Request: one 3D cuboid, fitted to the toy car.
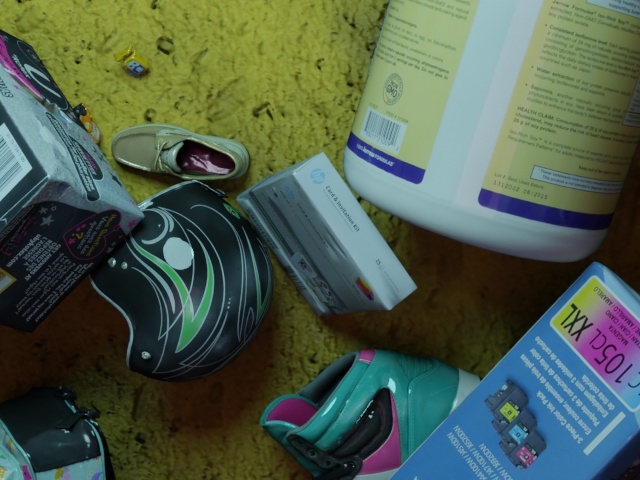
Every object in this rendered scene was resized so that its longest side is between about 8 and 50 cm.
[{"bbox_3d":[-0.204,-0.123,1.283,0.122,0.060,0.040,-41,127,18],"label":"toy car"}]

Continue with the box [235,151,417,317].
[{"bbox_3d":[0.000,0.000,1.225,0.038,0.186,0.145,-37,97,-17],"label":"box"}]

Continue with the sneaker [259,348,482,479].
[{"bbox_3d":[0.014,0.227,1.296,0.178,0.124,0.295,26,95,-5],"label":"sneaker"}]

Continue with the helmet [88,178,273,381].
[{"bbox_3d":[-0.125,0.045,1.256,0.169,0.169,0.161,-35,83,11],"label":"helmet"}]

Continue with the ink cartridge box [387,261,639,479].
[{"bbox_3d":[0.212,0.245,1.206,0.395,0.151,0.270,-47,136,12],"label":"ink cartridge box"}]

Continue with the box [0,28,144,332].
[{"bbox_3d":[-0.299,-0.069,1.204,0.163,0.142,0.247,-44,61,12],"label":"box"}]

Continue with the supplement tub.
[{"bbox_3d":[0.173,-0.171,1.142,0.241,0.241,0.331,18,103,1],"label":"supplement tub"}]

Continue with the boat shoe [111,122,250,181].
[{"bbox_3d":[-0.137,-0.083,1.287,0.135,0.045,0.050,4,102,4],"label":"boat shoe"}]

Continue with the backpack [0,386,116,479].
[{"bbox_3d":[-0.269,0.257,1.305,0.144,0.166,0.188,-22,111,-24],"label":"backpack"}]
